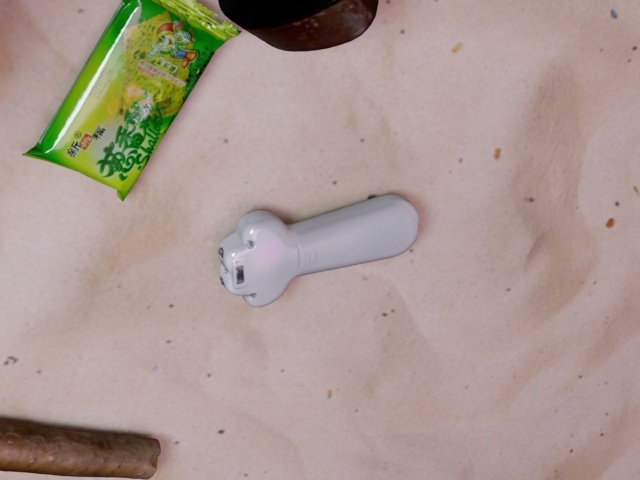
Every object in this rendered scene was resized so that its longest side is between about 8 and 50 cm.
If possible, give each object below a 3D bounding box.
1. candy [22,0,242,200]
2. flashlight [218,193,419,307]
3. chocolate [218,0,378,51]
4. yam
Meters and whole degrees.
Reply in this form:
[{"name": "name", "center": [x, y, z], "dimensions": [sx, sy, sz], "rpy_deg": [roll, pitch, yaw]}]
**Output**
[{"name": "candy", "center": [-0.152, -0.121, 0.927], "dimensions": [0.102, 0.032, 0.178], "rpy_deg": [27, 103, -36]}, {"name": "flashlight", "center": [0.000, 0.000, 1.067], "dimensions": [0.200, 0.047, 0.093], "rpy_deg": [-15, 123, -23]}, {"name": "chocolate", "center": [0.006, -0.211, 0.913], "dimensions": [0.148, 0.125, 0.080], "rpy_deg": [-55, 143, 4]}, {"name": "yam", "center": [-0.267, 0.184, 1.033], "dimensions": [0.264, 0.046, 0.046], "rpy_deg": [13, 110, -34]}]
